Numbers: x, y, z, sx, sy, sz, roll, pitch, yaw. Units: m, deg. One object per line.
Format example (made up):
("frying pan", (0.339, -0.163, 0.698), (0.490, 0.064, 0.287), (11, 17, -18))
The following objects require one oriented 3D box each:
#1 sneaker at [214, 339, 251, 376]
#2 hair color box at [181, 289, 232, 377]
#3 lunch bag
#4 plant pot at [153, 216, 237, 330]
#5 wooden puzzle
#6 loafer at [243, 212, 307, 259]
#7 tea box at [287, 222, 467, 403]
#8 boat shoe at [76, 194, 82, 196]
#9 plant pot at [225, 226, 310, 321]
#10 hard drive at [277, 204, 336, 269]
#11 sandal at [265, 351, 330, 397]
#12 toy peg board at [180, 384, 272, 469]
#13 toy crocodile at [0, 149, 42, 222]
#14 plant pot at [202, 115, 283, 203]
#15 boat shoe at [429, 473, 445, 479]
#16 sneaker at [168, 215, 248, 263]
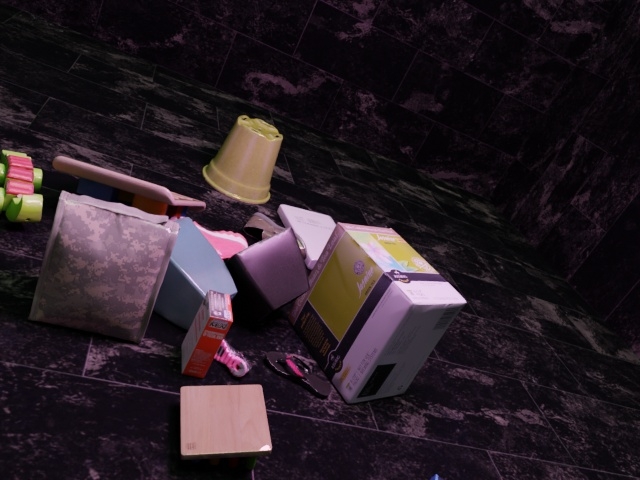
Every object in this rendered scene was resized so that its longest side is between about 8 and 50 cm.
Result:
("sneaker", (-0.204, 0.264, 1.267), (0.119, 0.047, 0.057), (42, 11, 22))
("hair color box", (-0.245, 0.200, 1.184), (0.053, 0.167, 0.093), (17, 27, -23))
("lunch bag", (-0.442, 0.041, 1.147), (0.235, 0.287, 0.169), (17, 26, -21))
("plant pot", (-0.328, 0.090, 1.332), (0.234, 0.165, 0.165), (43, 27, 14))
("wooden puzzle", (-0.513, -0.127, 1.524), (0.322, 0.080, 0.348), (17, -1, 3))
("loafer", (-0.151, 0.002, 1.800), (0.251, 0.094, 0.087), (30, 47, 26))
("tea box", (0.130, 0.179, 1.428), (0.220, 0.329, 0.323), (4, 34, -42))
("boat shoe", (-0.554, -0.047, 1.426), (0.301, 0.102, 0.108), (40, 26, 24))
("plant pot", (-0.137, 0.100, 1.438), (0.187, 0.188, 0.167), (-28, 82, -34))
("hard drive", (0.000, 0.000, 1.993), (0.233, 0.047, 0.353), (13, 28, -31))
("sandal", (-0.049, 0.311, 1.329), (0.179, 0.040, 0.067), (30, 24, 5))
("toy peg board", (-0.187, 0.364, 1.059), (0.161, 0.079, 0.161), (3, 31, -16))
("toy crocodile", (-0.762, -0.144, 1.396), (0.115, 0.105, 0.340), (10, 29, -35))
("plant pot", (-0.270, -0.317, 2.080), (0.276, 0.254, 0.276), (23, 24, -11))
("boat shoe", (0.232, 0.552, 1.074), (0.089, 0.109, 0.258), (37, 27, 11))
("sneaker", (-0.325, 0.027, 1.511), (0.314, 0.116, 0.136), (10, 33, -33))
